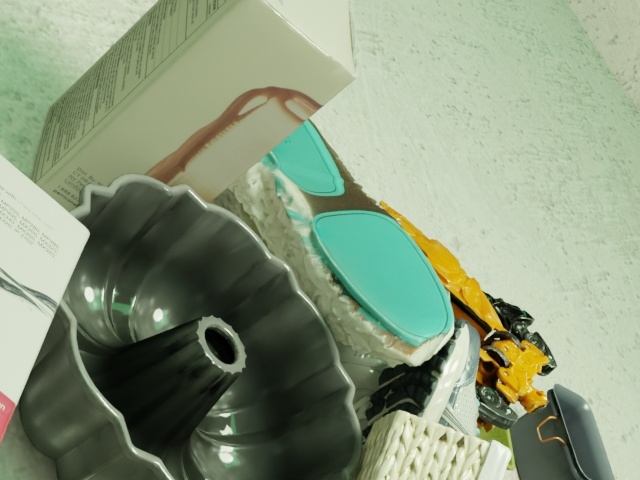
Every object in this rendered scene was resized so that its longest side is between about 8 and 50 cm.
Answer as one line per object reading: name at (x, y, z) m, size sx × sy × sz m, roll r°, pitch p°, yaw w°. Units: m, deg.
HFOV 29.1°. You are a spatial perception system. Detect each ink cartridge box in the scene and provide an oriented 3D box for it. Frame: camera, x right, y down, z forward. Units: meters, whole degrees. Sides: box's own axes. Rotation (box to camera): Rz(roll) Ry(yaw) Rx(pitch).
ink cartridge box at (-0.260, 0.074, 0.785) m, size 0.100 × 0.172 × 0.237 m, roll 42°, pitch 29°, yaw -21°

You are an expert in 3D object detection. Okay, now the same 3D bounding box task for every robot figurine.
robot figurine at (0.130, 0.090, 1.356) m, size 0.291 × 0.085 × 0.211 m, roll 44°, pitch 35°, yaw 8°

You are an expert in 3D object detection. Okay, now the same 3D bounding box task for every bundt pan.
bundt pan at (-0.121, 0.113, 1.008) m, size 0.331 × 0.124 × 0.330 m, roll 37°, pitch 33°, yaw -29°

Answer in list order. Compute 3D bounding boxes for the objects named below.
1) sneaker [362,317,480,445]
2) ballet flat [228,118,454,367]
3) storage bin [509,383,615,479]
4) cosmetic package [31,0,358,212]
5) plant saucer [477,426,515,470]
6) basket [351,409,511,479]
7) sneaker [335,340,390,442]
sneaker at (0.106, 0.214, 1.166) m, size 0.122 × 0.110 × 0.283 m, roll 27°, pitch 71°, yaw -23°
ballet flat at (0.000, 0.000, 1.247) m, size 0.147 × 0.147 × 0.409 m, roll 21°, pitch 28°, yaw -46°
storage bin at (0.284, 0.257, 1.499) m, size 0.098 × 0.091 × 0.135 m, roll 29°, pitch 35°, yaw -38°
cosmetic package at (-0.116, -0.132, 1.109) m, size 0.129 × 0.296 × 0.153 m, roll 36°, pitch 32°, yaw -27°
plant saucer at (0.141, 0.165, 1.435) m, size 0.188 × 0.045 × 0.188 m, roll 36°, pitch 33°, yaw -29°
basket at (0.071, 0.234, 1.020) m, size 0.103 × 0.113 × 0.167 m, roll 24°, pitch 71°, yaw -4°
sneaker at (0.075, 0.208, 1.236) m, size 0.262 × 0.099 × 0.121 m, roll 46°, pitch 33°, yaw -11°
